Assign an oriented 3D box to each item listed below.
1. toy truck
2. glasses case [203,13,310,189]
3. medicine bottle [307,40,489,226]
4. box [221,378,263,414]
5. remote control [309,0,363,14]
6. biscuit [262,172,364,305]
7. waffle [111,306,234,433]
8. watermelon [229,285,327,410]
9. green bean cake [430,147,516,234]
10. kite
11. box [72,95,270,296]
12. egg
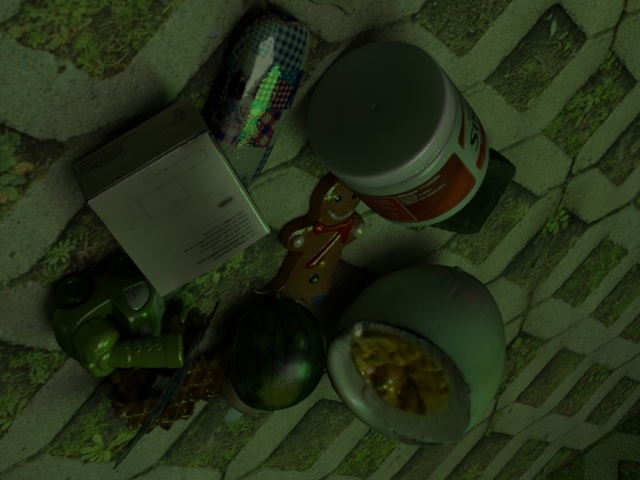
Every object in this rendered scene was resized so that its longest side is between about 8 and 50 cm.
[{"bbox_3d":[-0.324,0.139,1.819,0.187,0.211,0.148,-13,138,-16],"label":"toy truck"},{"bbox_3d":[-0.112,-0.203,1.795,0.125,0.076,0.327,-5,130,-45],"label":"glasses case"},{"bbox_3d":[0.137,-0.175,1.952,0.252,0.252,0.241,-49,148,3],"label":"medicine bottle"},{"bbox_3d":[-0.107,0.259,2.292,0.200,0.088,0.146,-45,147,-6],"label":"box"},{"bbox_3d":[0.029,-0.396,1.793,0.122,0.032,0.074,4,122,-52],"label":"remote control"},{"bbox_3d":[0.002,0.001,2.186,0.205,0.049,0.324,-5,127,-46],"label":"biscuit"},{"bbox_3d":[-0.270,0.244,2.111,0.260,0.069,0.293,-41,151,-6],"label":"waffle"},{"bbox_3d":[-0.064,0.215,2.157,0.204,0.127,0.232,11,94,-44],"label":"watermelon"},{"bbox_3d":[0.290,-0.110,2.353,0.185,0.094,0.183,6,121,-52],"label":"green bean cake"},{"bbox_3d":[-0.258,0.242,1.945,0.335,0.011,0.314,-59,175,-12],"label":"kite"},{"bbox_3d":[-0.219,-0.060,1.727,0.203,0.106,0.252,-32,135,-1],"label":"box"},{"bbox_3d":[0.229,0.204,2.419,0.340,0.354,0.355,-50,157,-43],"label":"egg"}]
